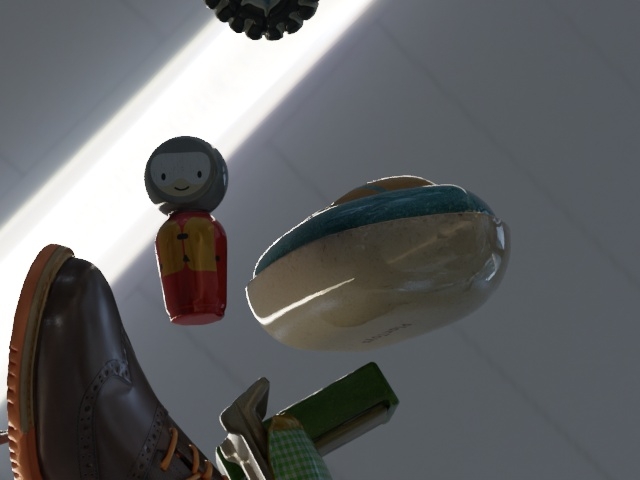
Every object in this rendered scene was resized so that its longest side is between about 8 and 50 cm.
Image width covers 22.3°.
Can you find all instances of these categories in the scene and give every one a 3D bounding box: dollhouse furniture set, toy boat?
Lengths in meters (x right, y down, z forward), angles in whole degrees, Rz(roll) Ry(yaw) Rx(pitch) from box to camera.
[{"bbox_3d":[0.029,0.199,1.243,0.151,0.301,0.197,-26,-103,-10],"label":"dollhouse furniture set"},{"bbox_3d":[0.000,0.000,1.342,0.318,0.267,0.148,6,-110,-37],"label":"toy boat"}]

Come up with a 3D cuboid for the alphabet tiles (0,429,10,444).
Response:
[{"bbox_3d":[-0.336,0.160,1.092,0.198,0.237,0.009,-5,-97,-77],"label":"alphabet tiles"}]

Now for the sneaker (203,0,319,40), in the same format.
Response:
[{"bbox_3d":[-0.069,-0.162,0.770,0.162,0.063,0.073,42,-159,-21],"label":"sneaker"}]

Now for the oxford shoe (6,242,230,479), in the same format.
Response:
[{"bbox_3d":[-0.108,0.155,1.067,0.130,0.133,0.363,-71,-25,-50],"label":"oxford shoe"}]
